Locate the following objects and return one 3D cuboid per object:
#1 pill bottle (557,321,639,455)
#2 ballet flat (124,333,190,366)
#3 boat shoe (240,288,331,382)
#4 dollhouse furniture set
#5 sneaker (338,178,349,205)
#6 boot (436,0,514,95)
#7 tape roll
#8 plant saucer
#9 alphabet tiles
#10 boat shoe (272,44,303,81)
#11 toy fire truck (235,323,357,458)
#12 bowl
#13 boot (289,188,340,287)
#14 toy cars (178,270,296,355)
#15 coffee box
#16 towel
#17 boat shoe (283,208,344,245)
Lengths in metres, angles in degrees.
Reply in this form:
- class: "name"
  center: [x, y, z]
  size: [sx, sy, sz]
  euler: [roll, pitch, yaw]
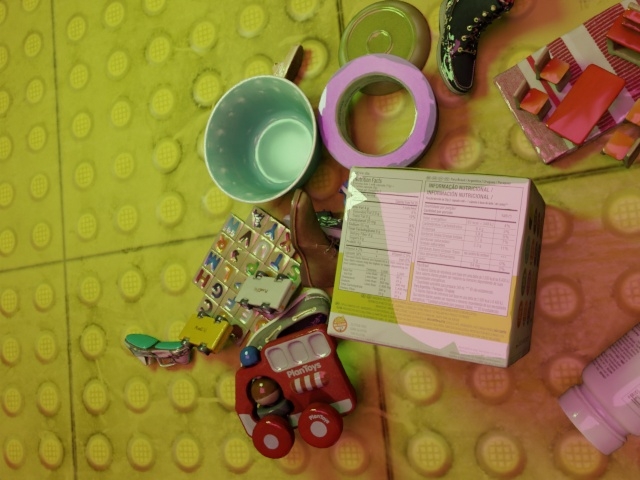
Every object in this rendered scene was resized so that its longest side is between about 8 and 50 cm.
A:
- class: "pill bottle"
  center: [0.607, 0.266, 1.126]
  size: [0.283, 0.160, 0.160]
  euler: [-45, 70, 15]
- class: "ballet flat"
  center: [-0.456, 0.313, 1.658]
  size: [0.221, 0.077, 0.079]
  euler: [3, 107, 24]
- class: "boat shoe"
  center: [-0.088, 0.248, 1.460]
  size: [0.109, 0.091, 0.305]
  euler: [39, 104, -21]
- class: "dollhouse furniture set"
  center: [0.553, -0.312, 1.166]
  size: [0.262, 0.135, 0.259]
  euler: [37, 98, 24]
- class: "sneaker"
  center: [0.094, -0.087, 1.444]
  size: [0.059, 0.053, 0.144]
  euler: [-36, 65, 17]
- class: "boot"
  center: [0.337, -0.456, 1.294]
  size: [0.178, 0.085, 0.237]
  euler: [162, 109, -64]
- class: "tape roll"
  center: [0.136, -0.288, 1.389]
  size: [0.274, 0.090, 0.275]
  euler: [1, 95, 16]
- class: "plant saucer"
  center: [0.148, -0.478, 1.455]
  size: [0.240, 0.037, 0.241]
  euler: [-2, 85, 24]
- class: "alphabet tiles"
  center: [-0.195, 0.095, 1.577]
  size: [0.285, 0.011, 0.343]
  euler: [36, 103, 22]
- class: "boat shoe"
  center: [-0.102, -0.437, 1.550]
  size: [0.059, 0.063, 0.170]
  euler: [30, 99, 17]
- class: "toy fire truck"
  center: [-0.069, 0.342, 1.384]
  size: [0.302, 0.169, 0.254]
  euler: [-20, 97, 21]
- class: "bowl"
  center: [-0.118, -0.237, 1.489]
  size: [0.311, 0.163, 0.312]
  euler: [-2, 86, 25]
- class: "boot"
  center: [0.000, 0.000, 1.377]
  size: [0.115, 0.305, 0.112]
  euler: [5, 50, 18]
- class: "toy cars"
  center: [-0.204, 0.198, 1.517]
  size: [0.393, 0.087, 0.177]
  euler: [-34, 35, 20]
- class: "coffee box"
  center: [0.252, 0.047, 1.205]
  size: [0.337, 0.337, 0.335]
  euler: [7, 88, 25]
- class: "towel"
  center: [0.568, -0.337, 1.257]
  size: [0.328, 0.037, 0.237]
  euler: [-30, 73, 18]
- class: "boat shoe"
  center: [0.014, -0.040, 1.467]
  size: [0.228, 0.080, 0.076]
  euler: [16, 64, 35]
